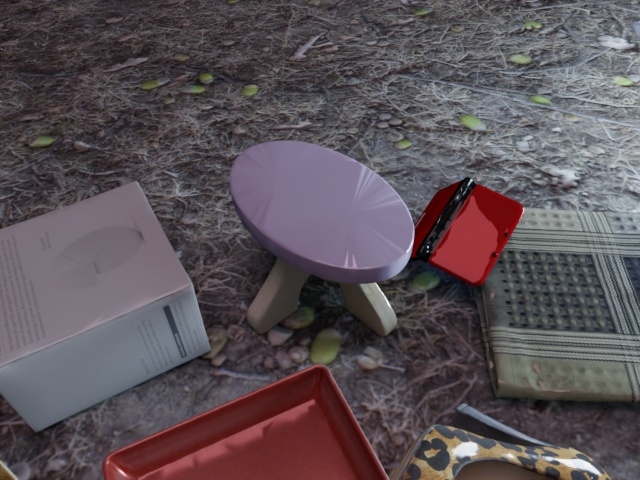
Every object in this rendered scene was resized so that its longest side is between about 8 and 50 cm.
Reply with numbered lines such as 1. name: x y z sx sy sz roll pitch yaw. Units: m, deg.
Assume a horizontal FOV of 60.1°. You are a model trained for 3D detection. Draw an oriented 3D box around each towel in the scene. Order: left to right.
1. towel: 0.361 0.077 0.724 0.324 0.056 0.312 4 48 4

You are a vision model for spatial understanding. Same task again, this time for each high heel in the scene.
1. high heel: 0.166 0.239 0.481 0.186 0.093 0.261 23 21 30

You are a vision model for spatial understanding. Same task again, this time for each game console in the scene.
1. game console: 0.191 -0.008 0.779 0.085 0.124 0.144 40 70 -9

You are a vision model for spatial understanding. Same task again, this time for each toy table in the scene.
1. toy table: 0.000 0.000 0.735 0.252 0.161 0.274 -24 49 -20

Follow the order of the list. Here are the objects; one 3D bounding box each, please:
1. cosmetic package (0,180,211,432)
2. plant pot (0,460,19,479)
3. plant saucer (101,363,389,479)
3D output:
1. cosmetic package: -0.291 0.072 0.696 0.224 0.138 0.224 -22 48 -20
2. plant pot: -0.377 0.317 0.422 0.254 0.237 0.237 -35 51 -7
3. plant saucer: -0.057 0.278 0.541 0.259 0.048 0.258 -21 48 -15
